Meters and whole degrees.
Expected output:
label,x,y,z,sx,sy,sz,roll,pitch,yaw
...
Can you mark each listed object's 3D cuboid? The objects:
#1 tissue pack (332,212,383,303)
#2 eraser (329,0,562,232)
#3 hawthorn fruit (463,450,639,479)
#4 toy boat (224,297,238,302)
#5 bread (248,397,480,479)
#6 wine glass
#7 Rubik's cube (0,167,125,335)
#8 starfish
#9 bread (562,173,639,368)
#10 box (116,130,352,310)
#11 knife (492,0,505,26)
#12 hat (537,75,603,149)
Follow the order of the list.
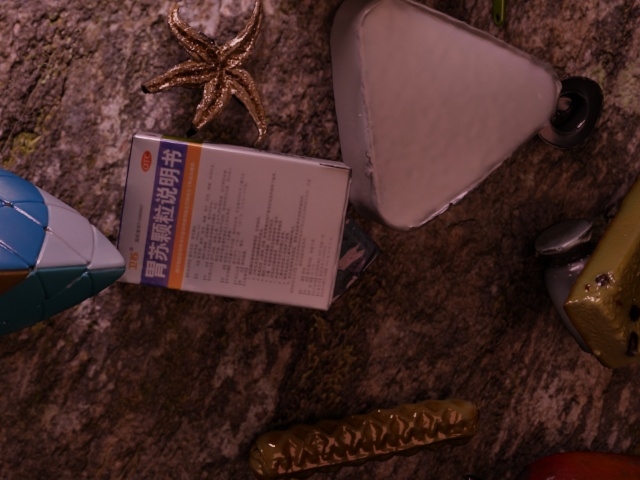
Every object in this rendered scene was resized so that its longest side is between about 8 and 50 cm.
label,x,y,z,sx,sy,sz,roll,pitch,yaw
tissue pack,0.000,0.000,1.799,0.112,0.051,0.156,-45,111,-1
eraser,0.182,-0.196,1.774,0.331,0.150,0.331,-3,101,-15
hawthorn fruit,0.387,0.440,1.914,0.368,0.285,0.285,23,93,2
toy boat,-0.126,0.027,1.781,0.063,0.016,0.115,-22,106,-14
bread,0.069,0.298,1.865,0.367,0.084,0.077,-8,63,-15
wine glass,0.408,0.071,1.916,0.111,0.111,0.204,-30,109,-11
Rubik's cube,-0.367,0.035,1.570,0.254,0.254,0.255,-3,101,-18
starfish,-0.135,-0.236,1.700,0.213,0.057,0.238,40,65,-12
bread,0.480,0.031,1.860,0.361,0.077,0.138,-51,118,-39
box,-0.119,-0.027,1.693,0.299,0.106,0.200,9,98,-5
knife,0.261,-0.408,1.825,0.026,0.022,0.184,-12,104,-42
hat,0.372,-0.197,1.885,0.121,0.050,0.121,-3,104,-14
